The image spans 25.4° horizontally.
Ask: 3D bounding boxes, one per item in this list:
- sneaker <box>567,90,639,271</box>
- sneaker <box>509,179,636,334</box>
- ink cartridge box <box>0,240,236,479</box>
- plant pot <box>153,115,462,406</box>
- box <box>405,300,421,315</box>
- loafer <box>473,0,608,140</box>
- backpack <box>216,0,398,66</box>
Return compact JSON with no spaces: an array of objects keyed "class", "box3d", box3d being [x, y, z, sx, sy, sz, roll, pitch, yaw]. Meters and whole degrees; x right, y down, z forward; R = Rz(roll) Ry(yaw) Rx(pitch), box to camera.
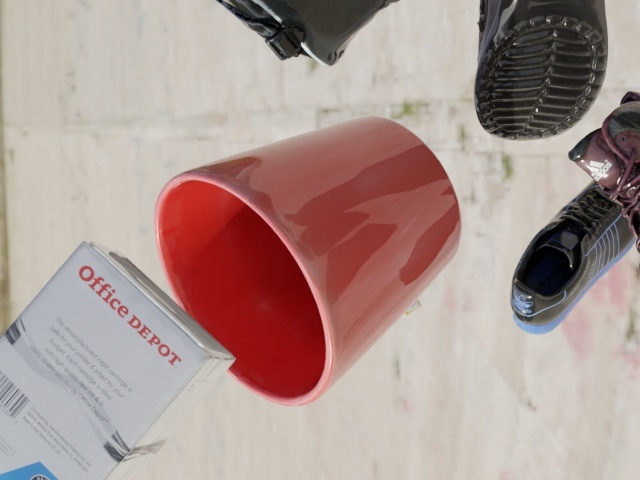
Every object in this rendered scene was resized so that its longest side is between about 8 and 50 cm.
[{"class":"sneaker","box3d":[0.297,-0.021,1.334,0.106,0.162,0.281,-43,27,53]},{"class":"sneaker","box3d":[0.285,-0.003,1.541,0.081,0.232,0.090,30,162,22]},{"class":"ink cartridge box","box3d":[-0.182,0.117,1.099,0.139,0.190,0.082,42,-178,14]},{"class":"plant pot","box3d":[0.000,0.000,1.509,0.275,0.243,0.275,33,140,33]},{"class":"box","box3d":[0.081,0.034,1.889,0.081,0.028,0.136,55,180,-37]},{"class":"loafer","box3d":[0.232,-0.259,1.459,0.130,0.134,0.366,-88,1,-45]},{"class":"backpack","box3d":[-0.050,-0.287,1.287,0.191,0.225,0.253,-50,26,-2]}]
